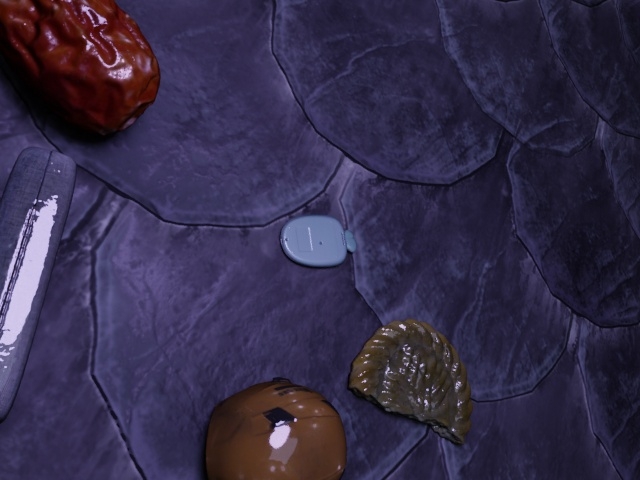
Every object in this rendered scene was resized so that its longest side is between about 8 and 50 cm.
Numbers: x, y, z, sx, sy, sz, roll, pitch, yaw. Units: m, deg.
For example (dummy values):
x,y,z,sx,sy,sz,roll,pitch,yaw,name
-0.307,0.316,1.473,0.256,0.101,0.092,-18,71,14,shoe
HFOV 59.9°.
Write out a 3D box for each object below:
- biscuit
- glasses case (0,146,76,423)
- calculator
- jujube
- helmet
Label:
x,y,z,sx,sy,sz,roll,pitch,yaw,name
0.179,0.235,0.996,0.274,0.036,0.187,28,61,-22,biscuit
-0.362,0.049,0.656,0.074,0.131,0.323,17,66,-26,glasses case
0.000,0.000,0.972,0.153,0.021,0.095,0,74,-29,calculator
-0.336,-0.264,0.758,0.174,0.174,0.250,-44,103,-35,jujube
-0.044,0.293,0.779,0.224,0.130,0.198,4,75,-33,helmet
